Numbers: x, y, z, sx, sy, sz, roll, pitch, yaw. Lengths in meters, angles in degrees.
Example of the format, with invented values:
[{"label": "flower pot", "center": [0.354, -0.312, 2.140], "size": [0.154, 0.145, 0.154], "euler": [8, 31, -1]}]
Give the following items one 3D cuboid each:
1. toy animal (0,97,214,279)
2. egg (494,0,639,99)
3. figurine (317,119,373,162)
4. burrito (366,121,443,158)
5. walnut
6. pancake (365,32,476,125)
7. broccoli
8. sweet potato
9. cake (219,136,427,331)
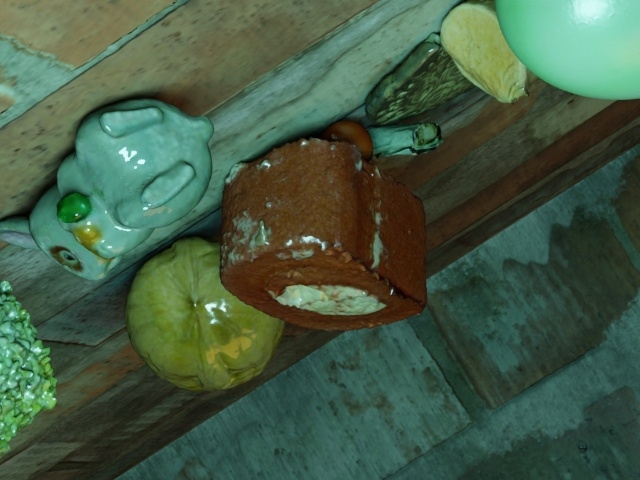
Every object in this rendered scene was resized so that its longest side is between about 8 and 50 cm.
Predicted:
[{"label": "toy animal", "center": [-0.200, -0.029, 1.514], "size": [0.127, 0.125, 0.251], "euler": [12, 150, -34]}, {"label": "egg", "center": [0.292, -0.246, 1.623], "size": [0.269, 0.220, 0.220], "euler": [-16, 162, -37]}, {"label": "figurine", "center": [0.017, -0.096, 1.973], "size": [0.075, 0.068, 0.140], "euler": [-25, 162, -19]}, {"label": "burrito", "center": [0.088, -0.120, 2.044], "size": [0.118, 0.044, 0.074], "euler": [0, -166, 44]}, {"label": "walnut", "center": [-0.138, 0.087, 2.030], "size": [0.195, 0.195, 0.222], "euler": [-31, 170, -6]}, {"label": "pancake", "center": [0.176, -0.220, 1.948], "size": [0.288, 0.033, 0.286], "euler": [-37, 167, 23]}, {"label": "broccoli", "center": [-0.356, 0.161, 1.575], "size": [0.242, 0.180, 0.273], "euler": [-25, 147, -53]}, {"label": "sweet potato", "center": [0.296, -0.267, 1.814], "size": [0.336, 0.131, 0.131], "euler": [-30, 170, -17]}, {"label": "cake", "center": [0.000, 0.000, 1.918], "size": [0.177, 0.151, 0.283], "euler": [-11, 156, 30]}]
